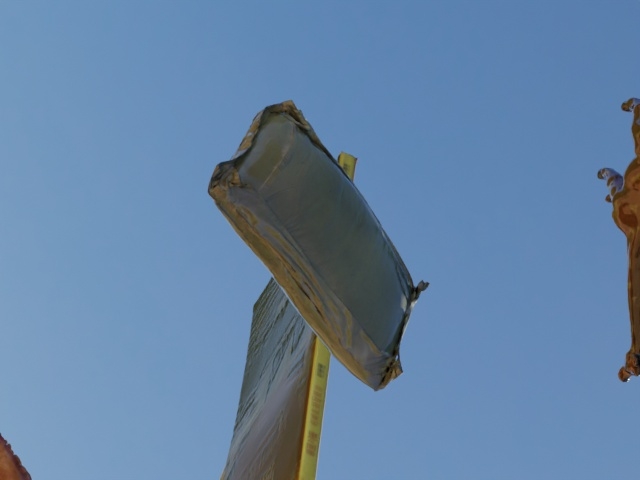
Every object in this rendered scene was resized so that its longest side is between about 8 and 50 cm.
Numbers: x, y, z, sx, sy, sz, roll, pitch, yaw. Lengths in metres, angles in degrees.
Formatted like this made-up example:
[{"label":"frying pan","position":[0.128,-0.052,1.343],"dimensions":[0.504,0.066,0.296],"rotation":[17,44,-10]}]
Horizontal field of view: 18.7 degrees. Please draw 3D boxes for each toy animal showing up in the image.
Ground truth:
[{"label":"toy animal","position":[0.298,-0.004,1.807],"dimensions":[0.230,0.066,0.224],"rotation":[-111,-142,-62]}]

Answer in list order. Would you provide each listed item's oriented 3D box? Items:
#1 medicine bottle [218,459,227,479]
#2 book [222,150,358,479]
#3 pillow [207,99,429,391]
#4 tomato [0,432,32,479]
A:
[{"label":"medicine bottle","position":[-0.077,0.295,2.324],"dimensions":[0.095,0.095,0.260],"rotation":[-51,-164,60]},{"label":"book","position":[-0.035,0.133,1.794],"dimensions":[0.262,0.028,0.374],"rotation":[121,-17,-48]},{"label":"pillow","position":[0.000,0.000,1.365],"dimensions":[0.053,0.119,0.208],"rotation":[-18,-62,40]},{"label":"tomato","position":[-0.287,0.227,1.681],"dimensions":[0.155,0.069,0.156],"rotation":[50,-22,28]}]
